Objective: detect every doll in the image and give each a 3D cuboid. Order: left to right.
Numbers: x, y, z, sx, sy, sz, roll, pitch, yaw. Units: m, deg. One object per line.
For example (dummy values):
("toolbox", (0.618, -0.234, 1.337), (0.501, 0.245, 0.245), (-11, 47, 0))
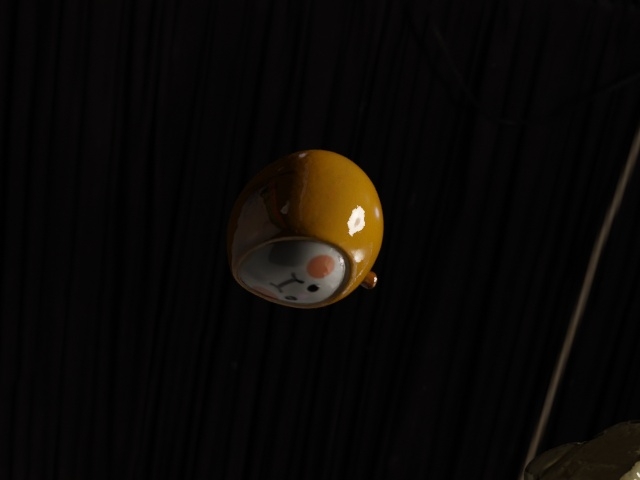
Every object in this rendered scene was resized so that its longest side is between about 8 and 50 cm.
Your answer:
("doll", (0.000, 0.000, 1.346), (0.236, 0.213, 0.213), (39, 0, -37))

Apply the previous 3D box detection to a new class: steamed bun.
("steamed bun", (0.411, 0.356, 1.516), (0.231, 0.111, 0.212), (-26, 7, -41))
